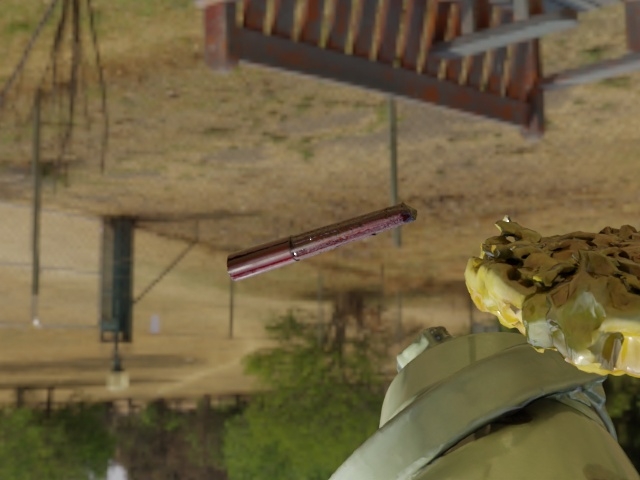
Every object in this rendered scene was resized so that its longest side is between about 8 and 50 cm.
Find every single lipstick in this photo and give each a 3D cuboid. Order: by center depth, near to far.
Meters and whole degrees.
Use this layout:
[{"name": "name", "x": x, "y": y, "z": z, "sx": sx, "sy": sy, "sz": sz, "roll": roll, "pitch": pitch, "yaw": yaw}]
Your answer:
[{"name": "lipstick", "x": 0.000, "y": 0.000, "z": 0.992, "sx": 0.176, "sy": 0.027, "sz": 0.027, "roll": -17, "pitch": 167, "yaw": 21}]

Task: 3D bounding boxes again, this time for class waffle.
[{"name": "waffle", "x": 0.186, "y": 0.020, "z": 0.492, "sx": 0.245, "sy": 0.052, "sz": 0.254, "roll": 0, "pitch": -175, "yaw": -1}]

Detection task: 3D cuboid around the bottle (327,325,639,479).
[{"name": "bottle", "x": 0.115, "y": 0.184, "z": 0.728, "sx": 0.229, "sy": 0.229, "sz": 0.352, "roll": 0, "pitch": -146, "yaw": 2}]
